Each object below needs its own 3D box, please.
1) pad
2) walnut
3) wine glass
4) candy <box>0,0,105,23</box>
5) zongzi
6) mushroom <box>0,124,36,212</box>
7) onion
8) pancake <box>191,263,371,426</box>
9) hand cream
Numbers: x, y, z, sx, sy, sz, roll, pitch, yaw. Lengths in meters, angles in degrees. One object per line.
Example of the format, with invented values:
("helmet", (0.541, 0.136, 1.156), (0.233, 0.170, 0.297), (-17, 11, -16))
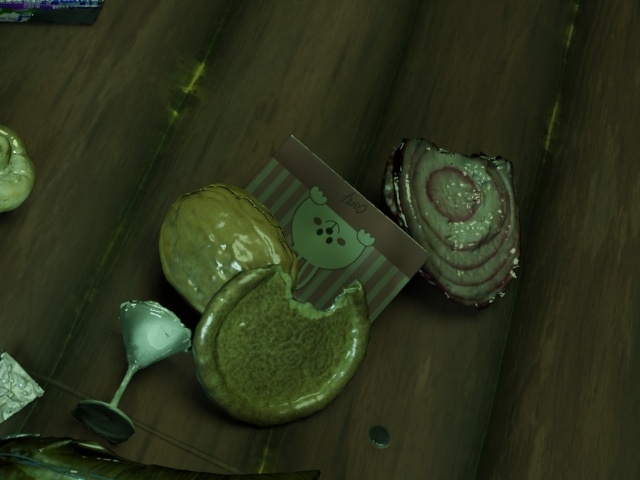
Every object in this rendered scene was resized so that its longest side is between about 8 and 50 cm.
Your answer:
("pad", (0.000, 0.000, 2.193), (0.300, 0.005, 0.202), (42, 89, 4))
("walnut", (-0.141, 0.026, 2.060), (0.198, 0.198, 0.245), (-25, 70, -39))
("wine glass", (-0.268, 0.188, 1.936), (0.122, 0.122, 0.183), (30, 54, -6))
("candy", (-0.514, -0.407, 2.259), (0.312, 0.061, 0.088), (-5, 61, -30))
("zongzi", (-0.223, 0.338, 1.810), (0.403, 0.208, 0.432), (31, 34, 4))
("mushroom", (-0.490, -0.107, 2.020), (0.148, 0.112, 0.148), (12, 46, -13))
("onion", (0.199, -0.023, 2.324), (0.314, 0.146, 0.280), (15, 70, -41))
("pancake", (-0.048, 0.146, 2.001), (0.286, 0.288, 0.033), (-36, 35, -13))
("hand cream", (-0.482, 0.239, 1.817), (0.084, 0.050, 0.257), (46, 42, 6))
